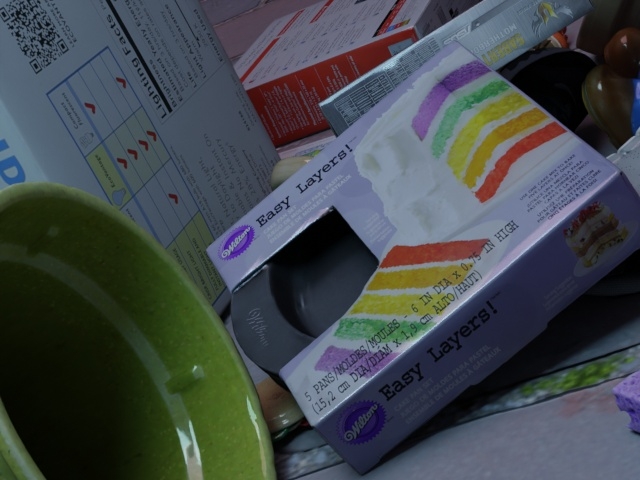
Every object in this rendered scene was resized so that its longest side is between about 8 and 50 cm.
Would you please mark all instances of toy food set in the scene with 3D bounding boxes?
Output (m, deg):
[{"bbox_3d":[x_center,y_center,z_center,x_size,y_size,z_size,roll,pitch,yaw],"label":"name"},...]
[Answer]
[{"bbox_3d":[-0.029,0.121,1.011,0.082,0.020,0.083,-15,22,30],"label":"toy food set"}]

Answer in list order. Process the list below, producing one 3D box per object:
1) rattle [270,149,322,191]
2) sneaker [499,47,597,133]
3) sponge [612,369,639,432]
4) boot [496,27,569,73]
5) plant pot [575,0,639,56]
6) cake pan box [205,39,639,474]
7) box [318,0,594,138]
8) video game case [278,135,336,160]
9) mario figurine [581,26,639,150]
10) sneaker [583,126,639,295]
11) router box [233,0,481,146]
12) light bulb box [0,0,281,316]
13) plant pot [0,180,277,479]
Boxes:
[{"bbox_3d":[0.000,0.000,1.272,0.130,0.143,0.199,0,-9,-25],"label":"rattle"},{"bbox_3d":[0.172,-0.064,1.159,0.124,0.107,0.283,25,47,36],"label":"sneaker"},{"bbox_3d":[0.279,0.051,0.780,0.210,0.031,0.117,-33,20,-18],"label":"sponge"},{"bbox_3d":[0.236,-0.216,1.484,0.084,0.059,0.158,-26,18,-12],"label":"boot"},{"bbox_3d":[0.343,-0.280,1.355,0.109,0.237,0.237,23,36,10],"label":"plant pot"},{"bbox_3d":[0.060,0.003,0.971,0.267,0.070,0.246,-39,34,3],"label":"cake pan box"},{"bbox_3d":[0.111,-0.156,1.186,0.231,0.056,0.183,-32,5,5],"label":"box"},{"bbox_3d":[-0.015,-0.074,1.492,0.157,0.019,0.143,-15,22,28],"label":"video game case"},{"bbox_3d":[0.357,-0.196,1.091,0.320,0.170,0.198,-23,53,34],"label":"mario figurine"},{"bbox_3d":[0.246,-0.027,0.967,0.228,0.086,0.132,-35,23,6],"label":"sneaker"},{"bbox_3d":[0.037,-0.242,1.762,0.301,0.082,0.335,-17,21,25],"label":"router box"},{"bbox_3d":[-0.236,-0.075,1.271,0.225,0.358,0.361,-18,20,28],"label":"light bulb box"},{"bbox_3d":[-0.210,0.142,0.882,0.254,0.276,0.276,-31,16,22],"label":"plant pot"}]
